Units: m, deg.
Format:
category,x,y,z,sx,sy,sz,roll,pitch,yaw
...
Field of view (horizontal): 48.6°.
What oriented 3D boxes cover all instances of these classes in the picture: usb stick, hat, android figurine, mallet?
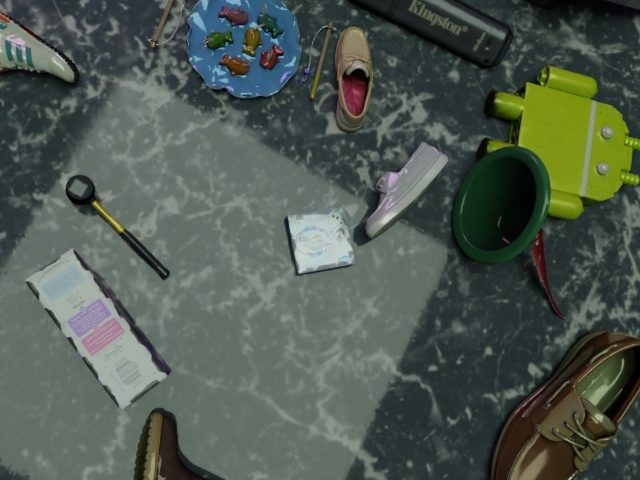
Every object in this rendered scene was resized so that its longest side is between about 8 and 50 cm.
category,x,y,z,sx,sy,sz,roll,pitch,yaw
usb stick,0.176,-0.366,1.141,0.277,0.045,0.077,25,104,-7
hat,0.325,-0.023,1.109,0.183,0.173,0.209,15,109,-36
android figurine,0.394,-0.155,1.152,0.272,0.056,0.249,14,78,-7
mallet,-0.282,-0.019,0.993,0.189,0.062,0.039,44,75,-2

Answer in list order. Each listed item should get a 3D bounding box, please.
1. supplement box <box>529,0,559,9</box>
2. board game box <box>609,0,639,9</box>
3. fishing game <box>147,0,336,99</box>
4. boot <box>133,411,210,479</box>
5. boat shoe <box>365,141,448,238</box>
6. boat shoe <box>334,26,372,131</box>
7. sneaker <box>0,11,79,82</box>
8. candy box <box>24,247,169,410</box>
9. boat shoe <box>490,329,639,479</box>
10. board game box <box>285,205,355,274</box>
category,x,y,z,sx,sy,sz,roll,pitch,yaw
supplement box,0.328,-0.477,1.176,0.188,0.081,0.104,20,77,-7
board game box,0.484,-0.548,1.165,0.317,0.065,0.319,-2,80,-36
fishing game,-0.117,-0.308,1.084,0.263,0.041,0.189,20,75,-7
boot,-0.144,0.355,0.964,0.206,0.090,0.249,2,79,-23
boat shoe,0.120,-0.081,1.083,0.063,0.066,0.184,41,77,9
boat shoe,0.056,-0.256,1.098,0.062,0.059,0.170,2,81,-11
sneaker,-0.425,-0.261,1.015,0.161,0.057,0.075,35,93,-5
candy box,-0.281,0.117,0.918,0.070,0.165,0.196,-37,90,-15
boat shoe,0.372,0.261,1.046,0.122,0.120,0.324,39,76,-3
board game box,0.000,0.000,1.066,0.090,0.020,0.090,-9,82,-13
